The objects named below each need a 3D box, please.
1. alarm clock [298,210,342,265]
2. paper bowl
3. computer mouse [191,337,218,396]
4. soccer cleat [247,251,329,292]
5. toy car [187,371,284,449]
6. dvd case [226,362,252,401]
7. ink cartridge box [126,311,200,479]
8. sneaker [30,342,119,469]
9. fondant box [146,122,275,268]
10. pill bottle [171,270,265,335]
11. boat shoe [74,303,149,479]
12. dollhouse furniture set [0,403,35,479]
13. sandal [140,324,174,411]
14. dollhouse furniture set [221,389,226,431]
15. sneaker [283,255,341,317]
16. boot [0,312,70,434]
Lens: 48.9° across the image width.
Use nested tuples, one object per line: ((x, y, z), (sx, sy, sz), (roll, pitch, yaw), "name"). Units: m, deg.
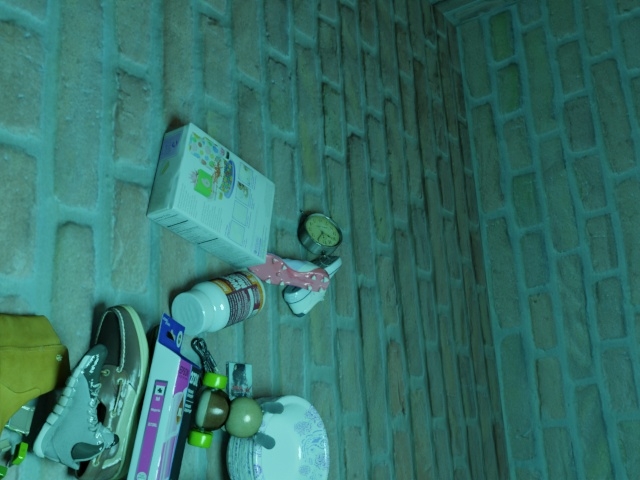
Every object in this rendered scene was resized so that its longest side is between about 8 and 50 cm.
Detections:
((0.000, 0.000, 2.087), (0.129, 0.064, 0.192), (12, 45, -27), "alarm clock")
((-0.115, 0.521, 1.700), (0.284, 0.148, 0.284), (24, 60, -51), "paper bowl")
((-0.300, 0.316, 1.600), (0.106, 0.042, 0.193), (69, 28, -20), "computer mouse")
((-0.091, 0.079, 1.919), (0.248, 0.083, 0.095), (16, 17, -18), "soccer cleat")
((-0.180, 0.385, 1.546), (0.149, 0.188, 0.155), (127, -23, -77), "toy car")
((-0.201, 0.366, 1.750), (0.087, 0.013, 0.119), (21, 63, -51), "dvd case")
((-0.308, 0.343, 1.418), (0.176, 0.069, 0.370), (77, 19, -72), "ink cartridge box")
((-0.410, 0.308, 1.276), (0.228, 0.132, 0.086), (-61, -177, 0), "sneaker")
((-0.260, -0.102, 1.757), (0.330, 0.096, 0.238), (36, 51, -46), "fondant box")
((-0.240, 0.149, 1.672), (0.221, 0.121, 0.121), (-16, 92, -57), "pill bottle")
((-0.421, 0.290, 1.362), (0.123, 0.123, 0.341), (16, 73, -51), "boat shoe")
((-0.556, 0.348, 1.225), (0.076, 0.059, 0.151), (37, 30, -34), "dollhouse furniture set")
((-0.368, 0.274, 1.504), (0.090, 0.060, 0.219), (56, 24, -39), "sandal")
((-0.219, 0.392, 1.667), (0.081, 0.091, 0.114), (60, 31, -49), "dollhouse furniture set")
((-0.018, 0.131, 2.050), (0.258, 0.094, 0.091), (-39, 121, -44), "sneaker")
((-0.518, 0.261, 1.210), (0.211, 0.104, 0.295), (11, 56, -57), "boot")
